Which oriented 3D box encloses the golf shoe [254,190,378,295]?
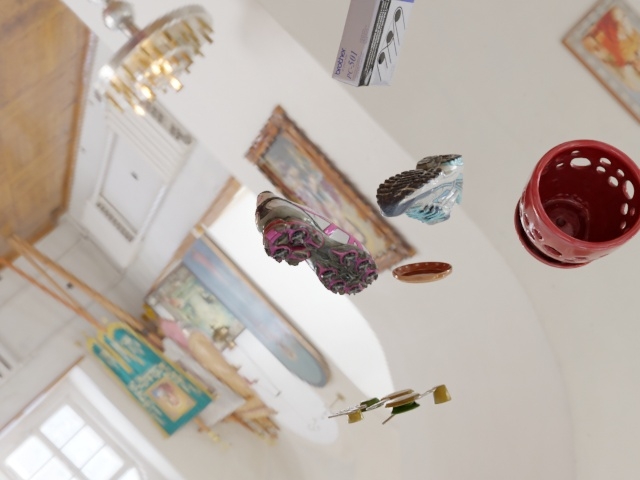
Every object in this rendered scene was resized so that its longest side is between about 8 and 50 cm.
[{"bbox_3d":[0.000,0.000,0.882,0.067,0.186,0.086,-39,-135,18],"label":"golf shoe"}]

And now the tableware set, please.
[{"bbox_3d":[0.092,0.207,0.967,0.154,0.024,0.104,-23,172,38],"label":"tableware set"}]

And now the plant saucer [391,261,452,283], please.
[{"bbox_3d":[0.140,0.045,1.062,0.083,0.013,0.083,-7,-170,1],"label":"plant saucer"}]

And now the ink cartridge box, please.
[{"bbox_3d":[0.080,-0.306,1.003,0.097,0.046,0.207,-19,128,-56],"label":"ink cartridge box"}]

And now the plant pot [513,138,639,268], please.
[{"bbox_3d":[0.424,-0.047,1.292,0.191,0.191,0.174,-45,166,-15],"label":"plant pot"}]

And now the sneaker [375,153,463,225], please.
[{"bbox_3d":[0.211,-0.081,1.501,0.110,0.122,0.283,-1,-162,38],"label":"sneaker"}]
